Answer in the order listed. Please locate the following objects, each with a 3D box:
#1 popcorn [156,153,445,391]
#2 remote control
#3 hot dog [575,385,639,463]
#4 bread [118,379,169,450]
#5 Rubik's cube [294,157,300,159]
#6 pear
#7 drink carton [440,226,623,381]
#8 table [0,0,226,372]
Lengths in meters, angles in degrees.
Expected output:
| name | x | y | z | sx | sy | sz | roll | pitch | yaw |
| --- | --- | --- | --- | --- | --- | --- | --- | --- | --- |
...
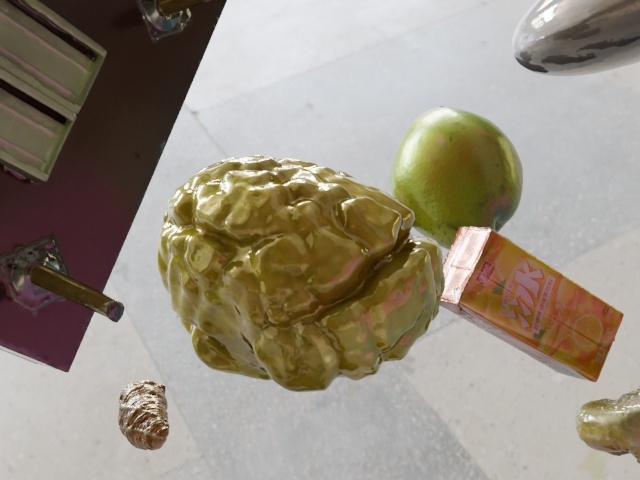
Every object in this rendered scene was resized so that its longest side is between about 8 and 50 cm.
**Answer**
| name | x | y | z | sx | sy | sz | roll | pitch | yaw |
| --- | --- | --- | --- | --- | --- | --- | --- | --- | --- |
| popcorn | -0.013 | 0.016 | 0.658 | 0.225 | 0.201 | 0.203 | -22 | 5 | 33 |
| remote control | 0.326 | -0.227 | 0.721 | 0.331 | 0.104 | 0.221 | -18 | 3 | 29 |
| hot dog | 0.380 | 0.191 | 0.894 | 0.242 | 0.074 | 0.084 | -9 | 4 | -29 |
| bread | -0.299 | 0.286 | 1.383 | 0.075 | 0.105 | 0.233 | 13 | 0 | -19 |
| Rubik's cube | 0.000 | 0.000 | 1.220 | 0.155 | 0.151 | 0.154 | 32 | 83 | 31 |
| pear | 0.199 | -0.082 | 1.188 | 0.187 | 0.188 | 0.220 | -15 | 46 | -7 |
| drink carton | 0.242 | 0.075 | 0.967 | 0.096 | 0.222 | 0.071 | -65 | 23 | -9 |
| table | -0.120 | -0.066 | 0.410 | 0.111 | 0.121 | 0.240 | 0 | 65 | 47 |
